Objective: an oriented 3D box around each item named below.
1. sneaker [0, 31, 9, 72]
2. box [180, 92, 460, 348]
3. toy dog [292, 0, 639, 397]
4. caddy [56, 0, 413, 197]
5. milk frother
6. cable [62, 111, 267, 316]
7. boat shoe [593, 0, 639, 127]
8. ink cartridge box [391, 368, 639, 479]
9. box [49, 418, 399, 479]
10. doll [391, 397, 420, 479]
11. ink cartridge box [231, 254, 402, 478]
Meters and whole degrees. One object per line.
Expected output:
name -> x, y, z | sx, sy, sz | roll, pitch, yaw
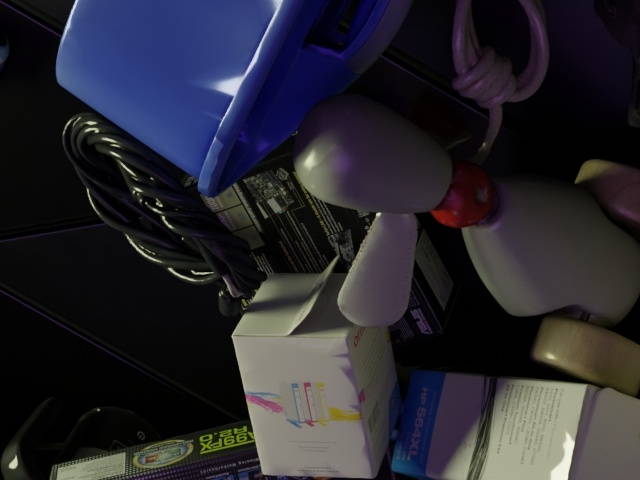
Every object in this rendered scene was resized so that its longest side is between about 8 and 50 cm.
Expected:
sneaker -> -0.293, -0.139, 1.383 | 0.098, 0.038, 0.069 | 21, 123, 3
box -> 0.000, 0.000, 1.360 | 0.147, 0.077, 0.180 | -19, 113, 26
toy dog -> 0.107, -0.018, 1.250 | 0.334, 0.220, 0.161 | 48, 158, -27
caddy -> -0.024, -0.186, 1.160 | 0.179, 0.241, 0.341 | 30, 124, 2
milk frother -> -0.223, 0.222, 1.524 | 0.129, 0.135, 0.143 | 30, 124, -3
cable -> -0.117, -0.021, 1.266 | 0.184, 0.150, 0.047 | 44, 79, 4
boat shoe -> 0.218, -0.156, 1.187 | 0.073, 0.080, 0.223 | -8, 132, 16
ink cartridge box -> 0.174, 0.155, 1.312 | 0.148, 0.086, 0.203 | 20, 170, -31
box -> -0.060, 0.255, 1.421 | 0.270, 0.060, 0.216 | -12, 107, -2
doll -> 0.084, 0.154, 1.449 | 0.189, 0.046, 0.129 | 18, 125, 5
ink cartridge box -> -0.002, 0.090, 1.312 | 0.090, 0.092, 0.143 | -1, 119, 18
